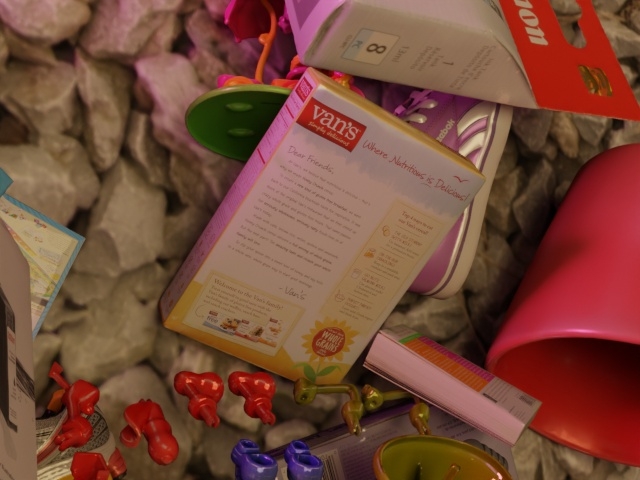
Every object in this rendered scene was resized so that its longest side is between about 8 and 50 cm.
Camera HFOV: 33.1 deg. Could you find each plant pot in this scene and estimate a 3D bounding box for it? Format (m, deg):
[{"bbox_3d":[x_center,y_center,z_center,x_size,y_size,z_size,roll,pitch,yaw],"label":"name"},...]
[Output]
[{"bbox_3d":[0.318,0.056,1.041,0.275,0.275,0.243,33,59,-23],"label":"plant pot"}]

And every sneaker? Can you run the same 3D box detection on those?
[{"bbox_3d":[-0.256,0.168,0.777,0.225,0.088,0.093,-16,84,-39],"label":"sneaker"},{"bbox_3d":[0.084,-0.100,1.005,0.161,0.102,0.282,19,73,-24],"label":"sneaker"}]

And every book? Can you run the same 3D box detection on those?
[{"bbox_3d":[0.119,0.122,0.945,0.035,0.144,0.096,-65,163,13],"label":"book"}]

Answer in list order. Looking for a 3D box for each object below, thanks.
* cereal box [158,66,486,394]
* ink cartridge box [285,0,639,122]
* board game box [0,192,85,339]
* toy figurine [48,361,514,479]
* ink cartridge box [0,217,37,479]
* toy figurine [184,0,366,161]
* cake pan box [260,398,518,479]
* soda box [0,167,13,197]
[{"bbox_3d":[0.000,0.000,0.891,0.173,0.047,0.240,27,107,-25],"label":"cereal box"},{"bbox_3d":[0.134,-0.272,0.998,0.384,0.091,0.308,5,55,-29],"label":"ink cartridge box"},{"bbox_3d":[-0.270,0.007,0.817,0.154,0.026,0.103,32,67,-23],"label":"board game box"},{"bbox_3d":[-0.050,0.236,0.812,0.362,0.191,0.217,8,108,-34],"label":"toy figurine"},{"bbox_3d":[-0.278,0.106,0.631,0.197,0.114,0.273,-15,49,-1],"label":"ink cartridge box"},{"bbox_3d":[-0.023,-0.164,0.934,0.173,0.130,0.159,3,67,1],"label":"toy figurine"},{"bbox_3d":[0.071,0.277,0.958,0.266,0.070,0.246,-16,88,-32],"label":"cake pan box"},{"bbox_3d":[-0.304,-0.084,0.708,0.071,0.067,0.210,-58,137,-23],"label":"soda box"}]
